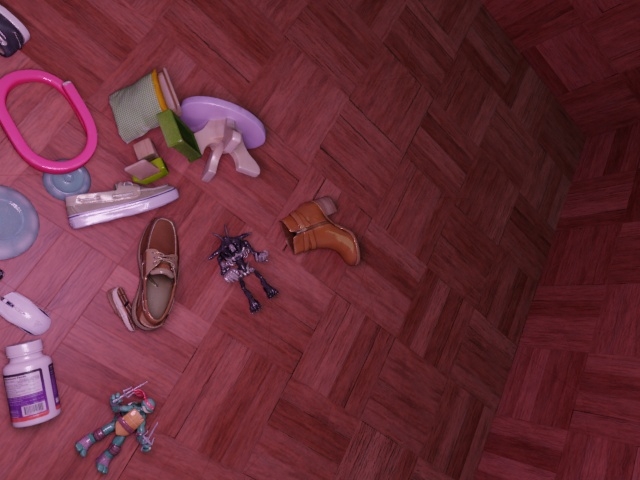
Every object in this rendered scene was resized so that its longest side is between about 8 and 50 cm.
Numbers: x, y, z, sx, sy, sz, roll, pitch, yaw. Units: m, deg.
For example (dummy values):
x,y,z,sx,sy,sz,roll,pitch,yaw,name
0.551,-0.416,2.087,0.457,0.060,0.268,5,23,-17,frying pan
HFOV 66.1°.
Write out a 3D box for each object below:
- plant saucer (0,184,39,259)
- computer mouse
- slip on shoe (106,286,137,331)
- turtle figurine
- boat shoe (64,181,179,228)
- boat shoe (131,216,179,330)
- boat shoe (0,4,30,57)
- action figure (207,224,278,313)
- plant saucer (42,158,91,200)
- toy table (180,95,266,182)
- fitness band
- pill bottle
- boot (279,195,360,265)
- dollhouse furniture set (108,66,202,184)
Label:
x,y,z,sx,sy,sz,roll,pitch,yaw,name
-0.798,-0.050,1.220,0.195,0.037,0.195,15,69,-43,plant saucer
-0.767,0.167,1.238,0.193,0.042,0.106,43,63,-21,computer mouse
-0.554,0.194,1.374,0.051,0.041,0.135,-71,145,-65,slip on shoe
-0.517,0.494,1.314,0.234,0.118,0.175,-41,92,-13,turtle figurine
-0.547,-0.116,1.371,0.302,0.109,0.094,-21,104,-30,boat shoe
-0.450,0.090,1.392,0.122,0.120,0.324,11,71,-33,boat shoe
-0.885,-0.587,1.214,0.302,0.114,0.091,37,61,-23,boat shoe
-0.235,0.080,1.531,0.164,0.141,0.276,-35,105,-19,action figure
-0.689,-0.167,1.341,0.119,0.021,0.119,5,81,-32,plant saucer
-0.302,-0.301,1.493,0.274,0.252,0.161,11,61,-18,toy table
-0.724,-0.317,1.306,0.209,0.054,0.291,-31,95,-32,fitness band
-0.714,0.346,1.211,0.108,0.108,0.193,-10,89,-33,pill bottle
0.000,0.000,1.704,0.220,0.109,0.283,-30,98,-33,boot
-0.479,-0.334,1.330,0.197,0.151,0.302,-24,79,4,dollhouse furniture set
